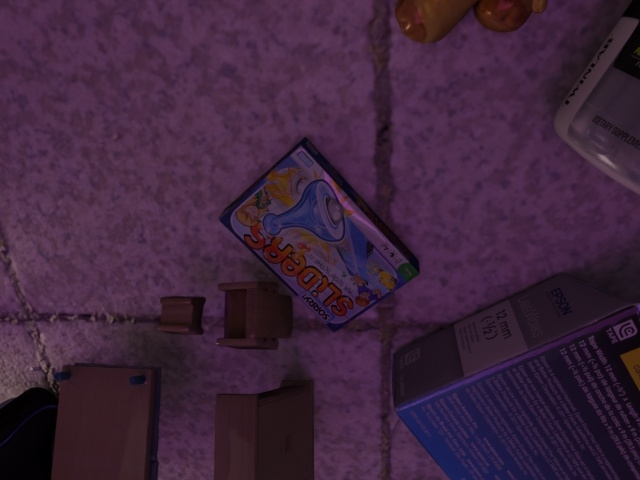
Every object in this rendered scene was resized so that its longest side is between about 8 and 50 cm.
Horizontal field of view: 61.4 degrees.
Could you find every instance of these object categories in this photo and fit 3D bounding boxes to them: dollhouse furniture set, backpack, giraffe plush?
[{"bbox_3d":[-0.182,0.205,0.689,0.303,0.198,0.287,-3,79,16],"label":"dollhouse furniture set"},{"bbox_3d":[-0.427,0.372,0.753,0.213,0.276,0.264,6,124,49],"label":"backpack"},{"bbox_3d":[0.142,-0.245,0.409,0.210,0.170,0.182,-20,112,17],"label":"giraffe plush"}]

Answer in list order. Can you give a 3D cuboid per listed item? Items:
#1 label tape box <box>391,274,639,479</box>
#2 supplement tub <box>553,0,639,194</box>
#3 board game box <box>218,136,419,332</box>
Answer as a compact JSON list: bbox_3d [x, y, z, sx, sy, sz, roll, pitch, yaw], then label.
[{"bbox_3d":[0.296,0.182,0.639,0.347,0.115,0.249,-31,109,18],"label":"label tape box"},{"bbox_3d":[0.348,-0.174,0.405,0.193,0.194,0.316,25,117,-5],"label":"supplement tub"},{"bbox_3d":[0.000,0.000,0.629,0.136,0.035,0.201,-39,106,23],"label":"board game box"}]
